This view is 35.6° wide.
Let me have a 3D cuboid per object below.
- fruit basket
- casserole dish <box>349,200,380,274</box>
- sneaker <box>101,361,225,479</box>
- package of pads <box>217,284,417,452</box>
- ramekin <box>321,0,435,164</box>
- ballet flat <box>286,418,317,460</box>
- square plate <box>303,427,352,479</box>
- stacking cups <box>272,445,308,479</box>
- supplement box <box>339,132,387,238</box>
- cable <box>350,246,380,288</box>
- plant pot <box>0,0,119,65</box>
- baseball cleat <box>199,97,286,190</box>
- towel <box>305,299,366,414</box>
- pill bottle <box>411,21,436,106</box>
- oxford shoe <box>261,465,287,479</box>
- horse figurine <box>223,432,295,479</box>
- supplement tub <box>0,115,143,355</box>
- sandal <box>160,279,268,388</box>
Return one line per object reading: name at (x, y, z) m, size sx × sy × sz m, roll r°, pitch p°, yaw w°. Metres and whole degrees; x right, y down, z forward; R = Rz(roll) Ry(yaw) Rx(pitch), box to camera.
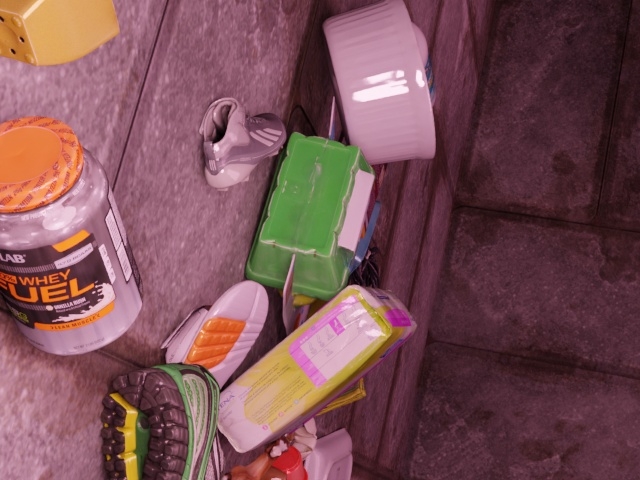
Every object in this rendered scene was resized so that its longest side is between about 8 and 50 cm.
fruit basket at (0.000, 0.000, 1.574) m, size 0.353 × 0.165 × 0.327 m, roll 76°, pitch 27°, yaw -63°
casserole dish at (0.059, -0.008, 1.940) m, size 0.114 × 0.037 × 0.188 m, roll -34°, pitch -151°, yaw 52°
sneaker at (-0.163, 0.306, 1.144) m, size 0.146 × 0.134 × 0.344 m, roll -10°, pitch 110°, yaw -58°
package of pads at (-0.006, 0.190, 1.490) m, size 0.296 × 0.101 × 0.229 m, roll -41°, pitch 167°, yaw 9°
ramekin at (0.091, -0.255, 1.637) m, size 0.277 × 0.135 × 0.277 m, roll 166°, pitch -90°, yaw -90°
ballet flat at (-0.042, 0.354, 1.797) m, size 0.232 × 0.073 × 0.080 m, roll 80°, pitch 25°, yaw -51°
square plate at (0.003, 0.595, 2.163) m, size 0.347 × 0.049 × 0.344 m, roll 20°, pitch 81°, yaw -75°
stacking cups at (-0.045, 0.496, 1.831) m, size 0.316 × 0.096 × 0.096 m, roll 85°, pitch 21°, yaw -43°
supplement box at (0.064, -0.112, 1.893) m, size 0.104 × 0.080 × 0.188 m, roll 78°, pitch 27°, yaw -53°
cable at (0.096, 0.106, 2.214) m, size 0.150 × 0.047 × 0.185 m, roll -25°, pitch 123°, yaw -72°
plant pot at (-0.224, -0.185, 0.793) m, size 0.083 × 0.081 × 0.081 m, roll -53°, pitch 151°, yaw -36°
baseball cleat at (-0.096, -0.146, 1.299) m, size 0.206 × 0.072 × 0.109 m, roll -64°, pitch 151°, yaw -57°
towel at (0.009, 0.174, 1.669) m, size 0.021 × 0.102 × 0.237 m, roll 47°, pitch 25°, yaw -47°
pill bottle at (0.140, -0.332, 1.917) m, size 0.264 × 0.146 × 0.146 m, roll 55°, pitch 46°, yaw -68°
oxford shoe at (-0.082, 0.470, 1.722) m, size 0.076 × 0.076 × 0.212 m, roll -67°, pitch 162°, yaw -46°
horse figurine at (-0.137, 0.404, 1.428) m, size 0.263 × 0.066 × 0.174 m, roll -67°, pitch 168°, yaw 14°
supplement tub at (-0.222, -0.002, 0.828) m, size 0.190 × 0.117 × 0.117 m, roll 82°, pitch 23°, yaw -47°
sandal at (-0.166, 0.155, 1.241) m, size 0.265 × 0.076 × 0.102 m, roll -59°, pitch 144°, yaw -4°
